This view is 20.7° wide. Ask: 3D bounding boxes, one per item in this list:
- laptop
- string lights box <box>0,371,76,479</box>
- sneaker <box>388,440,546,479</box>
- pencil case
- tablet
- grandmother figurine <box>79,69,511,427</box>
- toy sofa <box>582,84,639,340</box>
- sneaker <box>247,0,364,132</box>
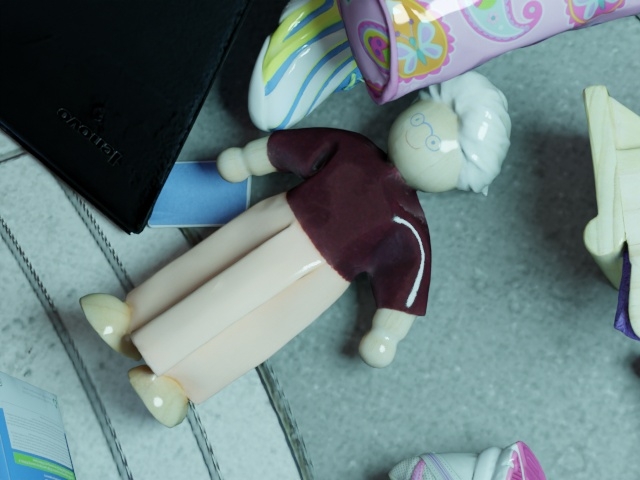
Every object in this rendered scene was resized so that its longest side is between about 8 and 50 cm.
[{"bbox_3d":[-0.136,-0.290,1.447,0.382,0.236,0.408,39,60,22],"label":"laptop"},{"bbox_3d":[-0.219,0.233,1.270,0.077,0.133,0.259,-20,70,10],"label":"string lights box"},{"bbox_3d":[0.074,0.255,1.195,0.111,0.103,0.252,2,58,30],"label":"sneaker"},{"bbox_3d":[0.145,-0.191,1.240,0.284,0.124,0.124,-18,70,-12],"label":"pencil case"},{"bbox_3d":[-0.095,-0.036,1.376,0.083,0.006,0.054,-1,75,17],"label":"tablet"},{"bbox_3d":[0.000,0.000,1.290,0.342,0.104,0.208,-38,83,6],"label":"grandmother figurine"},{"bbox_3d":[0.362,-0.028,1.165,0.363,0.150,0.177,-9,78,14],"label":"toy sofa"},{"bbox_3d":[0.053,-0.161,1.322,0.126,0.091,0.240,36,86,21],"label":"sneaker"}]
